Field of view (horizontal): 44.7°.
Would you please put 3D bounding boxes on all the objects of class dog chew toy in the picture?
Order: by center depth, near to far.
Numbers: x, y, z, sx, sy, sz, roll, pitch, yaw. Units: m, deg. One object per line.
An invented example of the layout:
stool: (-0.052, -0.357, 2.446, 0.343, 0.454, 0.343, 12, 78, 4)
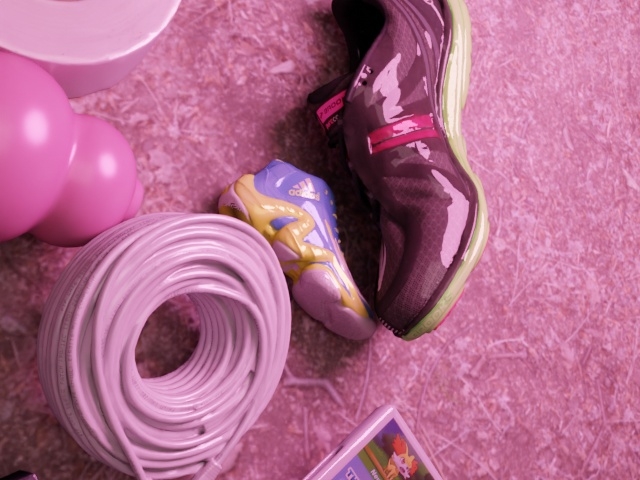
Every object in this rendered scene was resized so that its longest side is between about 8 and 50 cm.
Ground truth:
dog chew toy: (-0.316, -0.090, 0.693, 0.332, 0.206, 0.206, 21, 68, -32)

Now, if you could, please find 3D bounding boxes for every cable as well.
cable: (-0.141, 0.098, 0.756, 0.257, 0.089, 0.257, -45, 125, -27)

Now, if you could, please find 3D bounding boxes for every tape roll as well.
tape roll: (-0.289, -0.296, 0.809, 0.286, 0.100, 0.286, 7, 75, -28)

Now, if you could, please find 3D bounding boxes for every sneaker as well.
sneaker: (0.000, 0.000, 0.906, 0.240, 0.091, 0.126, 47, 60, -11)
sneaker: (0.077, -0.110, 0.946, 0.202, 0.185, 0.483, 8, 65, -20)

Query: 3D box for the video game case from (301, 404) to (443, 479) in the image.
video game case: (0.063, 0.382, 0.765, 0.300, 0.036, 0.329, -35, 93, -37)

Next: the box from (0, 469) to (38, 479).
box: (-0.298, 0.302, 0.662, 0.158, 0.093, 0.156, -20, 88, -31)
